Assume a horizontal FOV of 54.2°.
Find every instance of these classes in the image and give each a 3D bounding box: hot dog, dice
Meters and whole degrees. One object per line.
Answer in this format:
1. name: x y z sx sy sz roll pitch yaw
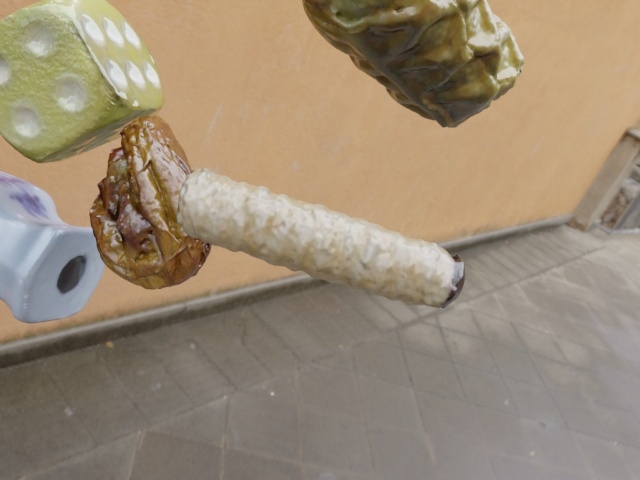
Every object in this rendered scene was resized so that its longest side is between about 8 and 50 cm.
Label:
1. hot dog: -0.199 -0.051 0.729 0.099 0.160 0.227 16 27 -36
2. dice: -0.324 -0.209 0.818 0.166 0.169 0.169 64 17 -11

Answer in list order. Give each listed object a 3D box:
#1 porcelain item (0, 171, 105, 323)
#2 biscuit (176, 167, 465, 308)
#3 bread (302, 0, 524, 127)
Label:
1. porcelain item: -0.539 -0.026 0.937 0.405 0.179 0.242 23 4 10
2. biscuit: 0.000 0.000 0.473 0.219 0.055 0.061 18 37 -3
3. bread: 0.093 -0.213 0.625 0.267 0.152 0.130 23 63 -51
